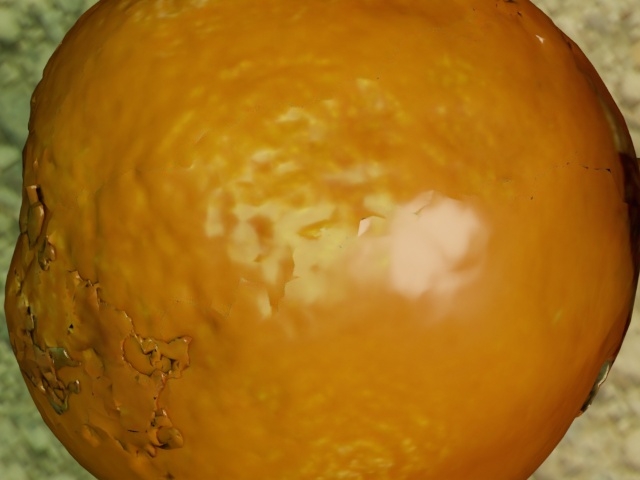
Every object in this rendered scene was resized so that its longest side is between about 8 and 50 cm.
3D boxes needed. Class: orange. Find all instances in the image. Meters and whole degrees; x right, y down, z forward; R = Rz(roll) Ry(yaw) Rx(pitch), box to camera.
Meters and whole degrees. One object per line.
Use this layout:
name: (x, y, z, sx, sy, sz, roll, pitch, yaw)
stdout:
orange: (0.000, 0.000, 0.660, 0.246, 0.246, 0.246, 0, 90, 1)

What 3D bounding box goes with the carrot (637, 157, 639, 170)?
carrot: (0.193, -0.014, 0.757, 0.170, 0.042, 0.042, 5, 90, 2)
